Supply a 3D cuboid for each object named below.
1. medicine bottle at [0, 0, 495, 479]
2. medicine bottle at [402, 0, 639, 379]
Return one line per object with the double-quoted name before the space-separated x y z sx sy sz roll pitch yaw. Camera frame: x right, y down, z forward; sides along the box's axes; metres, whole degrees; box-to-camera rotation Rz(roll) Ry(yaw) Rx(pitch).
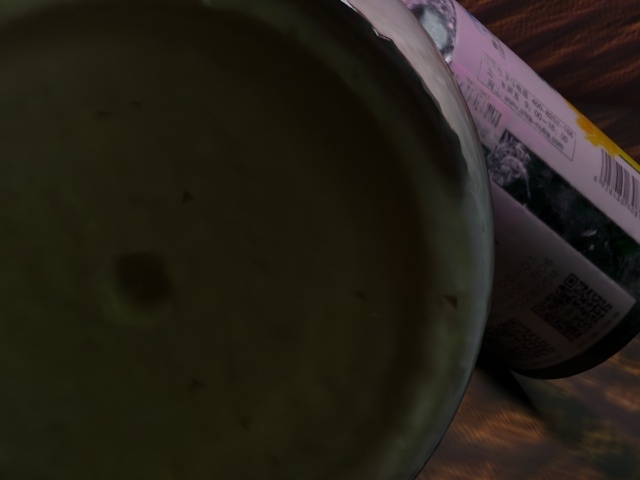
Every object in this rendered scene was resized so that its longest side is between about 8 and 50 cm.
"medicine bottle" -0.037 -0.005 0.426 0.147 0.147 0.143 41 8 -8
"medicine bottle" 0.060 -0.049 1.041 0.293 0.141 0.141 36 11 -31
